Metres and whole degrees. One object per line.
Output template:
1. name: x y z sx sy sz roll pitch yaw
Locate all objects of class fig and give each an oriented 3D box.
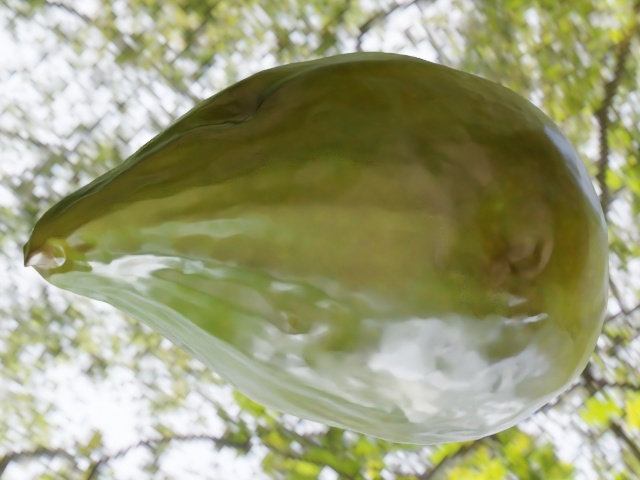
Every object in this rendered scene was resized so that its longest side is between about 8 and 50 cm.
1. fig: 0.008 -0.007 0.772 0.167 0.233 0.167 -47 -156 29
